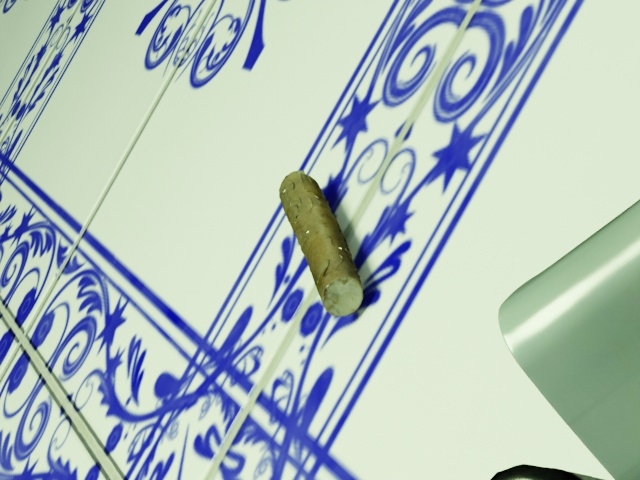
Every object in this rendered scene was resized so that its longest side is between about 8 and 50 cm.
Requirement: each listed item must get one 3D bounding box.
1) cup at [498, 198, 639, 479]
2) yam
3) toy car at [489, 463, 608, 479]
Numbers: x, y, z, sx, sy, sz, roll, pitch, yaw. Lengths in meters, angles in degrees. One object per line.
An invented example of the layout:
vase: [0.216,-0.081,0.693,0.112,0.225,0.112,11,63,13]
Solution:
cup: [0.148,0.018,0.539,0.129,0.095,0.128,-42,-8,27]
yam: [0.000,0.000,0.906,0.032,0.032,0.145,-53,26,17]
toy car: [0.081,0.164,0.444,0.235,0.172,0.158,-29,56,45]
